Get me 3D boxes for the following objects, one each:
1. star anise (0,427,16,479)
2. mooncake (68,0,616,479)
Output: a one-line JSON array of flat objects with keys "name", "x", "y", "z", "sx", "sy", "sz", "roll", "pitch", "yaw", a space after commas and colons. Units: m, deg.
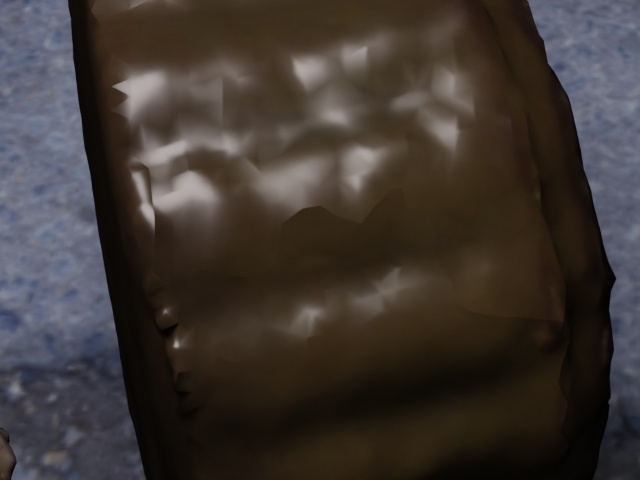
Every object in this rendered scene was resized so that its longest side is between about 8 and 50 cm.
[{"name": "star anise", "x": -0.136, "y": 0.139, "z": 0.826, "sx": 0.063, "sy": 0.208, "sz": 0.172, "roll": -42, "pitch": 91, "yaw": 0}, {"name": "mooncake", "x": -0.001, "y": 0.001, "z": 0.841, "sx": 0.187, "sy": 0.324, "sz": 0.324, "roll": -12, "pitch": 47, "yaw": -10}]
